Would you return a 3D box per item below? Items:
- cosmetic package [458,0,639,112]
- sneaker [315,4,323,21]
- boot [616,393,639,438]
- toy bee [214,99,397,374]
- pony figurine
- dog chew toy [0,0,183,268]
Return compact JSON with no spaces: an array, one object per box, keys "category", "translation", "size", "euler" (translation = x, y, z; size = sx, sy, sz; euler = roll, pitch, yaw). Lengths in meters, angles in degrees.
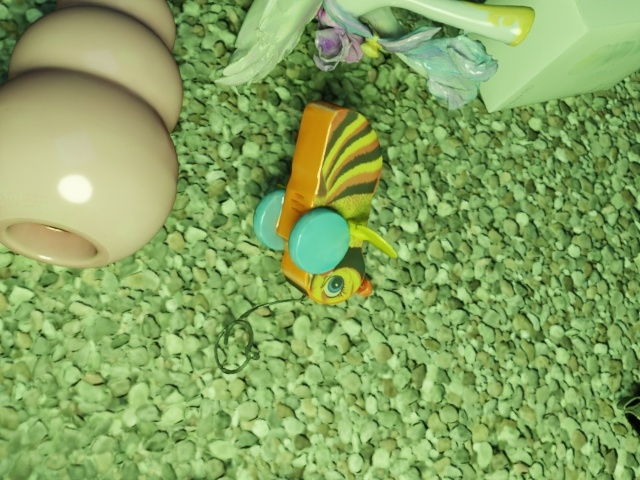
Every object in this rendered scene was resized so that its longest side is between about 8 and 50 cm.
[{"category":"cosmetic package","translation":[0.345,-0.289,0.949],"size":[0.224,0.224,0.138],"euler":[-12,79,-20]},{"category":"sneaker","translation":[-0.061,-0.387,0.937],"size":[0.115,0.105,0.281],"euler":[-32,91,11]},{"category":"boot","translation":[0.536,0.238,0.951],"size":[0.263,0.091,0.229],"euler":[43,73,2]},{"category":"toy bee","translation":[0.000,0.000,0.818],"size":[0.162,0.298,0.195],"euler":[14,32,-41]},{"category":"pony figurine","translation":[0.044,-0.290,0.773],"size":[0.363,0.303,0.351],"euler":[22,97,-16]},{"category":"dog chew toy","translation":[-0.235,-0.143,0.750],"size":[0.206,0.207,0.332],"euler":[14,63,-13]}]
